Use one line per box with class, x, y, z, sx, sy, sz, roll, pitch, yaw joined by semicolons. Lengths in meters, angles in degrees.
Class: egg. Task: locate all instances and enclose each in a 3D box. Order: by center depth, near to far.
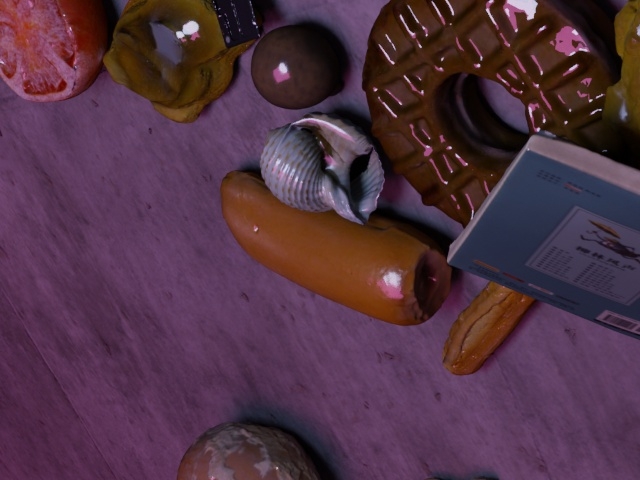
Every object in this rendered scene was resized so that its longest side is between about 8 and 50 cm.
egg;-0.110;0.370;2.127;0.245;0.203;0.203;15;131;40

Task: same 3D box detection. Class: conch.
conch;0.005;-0.095;1.708;0.153;0.102;0.135;23;122;-3

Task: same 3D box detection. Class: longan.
longan;-0.025;-0.197;1.661;0.106;0.106;0.119;-1;162;44

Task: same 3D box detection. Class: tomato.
tomato;-0.359;-0.296;1.879;0.236;0.095;0.237;28;133;34

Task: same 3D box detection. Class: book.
book;0.280;0.011;1.410;0.264;0.031;0.379;21;162;-1

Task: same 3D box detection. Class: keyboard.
keyboard;-0.116;-0.324;1.658;0.063;0.010;0.198;-11;97;45

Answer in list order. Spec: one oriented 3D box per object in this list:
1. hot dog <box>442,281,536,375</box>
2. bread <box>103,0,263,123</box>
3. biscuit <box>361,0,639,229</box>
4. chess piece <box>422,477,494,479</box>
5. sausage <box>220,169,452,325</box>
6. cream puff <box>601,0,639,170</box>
hot dog;0.200;0.091;1.722;0.066;0.047;0.216;11;142;-12
bread;-0.182;-0.243;1.771;0.161;0.088;0.233;47;139;9
biscuit;0.189;-0.142;1.493;0.332;0.103;0.332;26;137;27
chess piece;0.187;0.350;1.946;0.122;0.066;0.066;-1;121;51
sausage;-0.003;0.004;1.791;0.353;0.116;0.134;21;161;35
cream puff;0.368;-0.129;1.253;0.281;0.185;0.282;21;123;35
